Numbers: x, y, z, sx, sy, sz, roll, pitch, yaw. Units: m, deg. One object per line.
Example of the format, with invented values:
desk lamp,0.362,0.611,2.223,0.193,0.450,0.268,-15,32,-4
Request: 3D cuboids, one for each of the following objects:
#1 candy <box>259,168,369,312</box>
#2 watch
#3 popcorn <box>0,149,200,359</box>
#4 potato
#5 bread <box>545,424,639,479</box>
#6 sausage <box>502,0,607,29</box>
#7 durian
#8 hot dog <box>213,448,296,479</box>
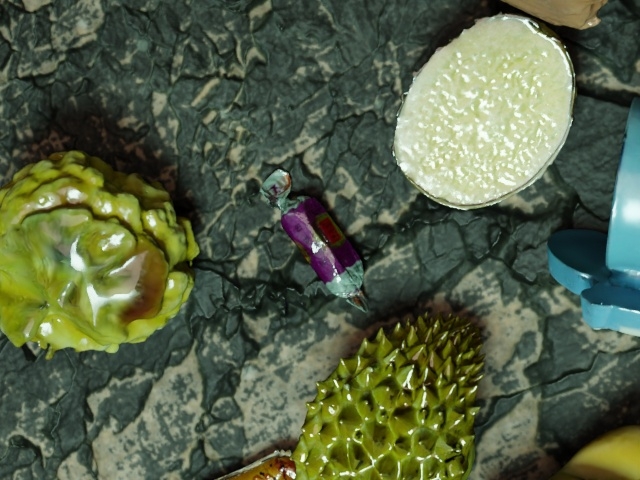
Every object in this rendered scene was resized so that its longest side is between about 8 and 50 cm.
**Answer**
candy,0.000,0.000,1.269,0.175,0.045,0.043,53,135,3
watch,0.315,-0.028,1.125,0.211,0.211,0.193,7,112,11
popcorn,-0.236,0.016,1.253,0.218,0.169,0.189,29,106,-10
potato,0.159,-0.128,1.210,0.164,0.081,0.200,35,102,-1
bread,0.301,0.342,1.126,0.270,0.211,0.316,-28,97,-1
sausage,0.148,-0.288,1.179,0.289,0.086,0.086,30,99,20
durian,0.066,0.220,1.208,0.172,0.166,0.306,9,96,15
hot dog,-0.074,0.291,1.293,0.191,0.059,0.108,-31,91,9
